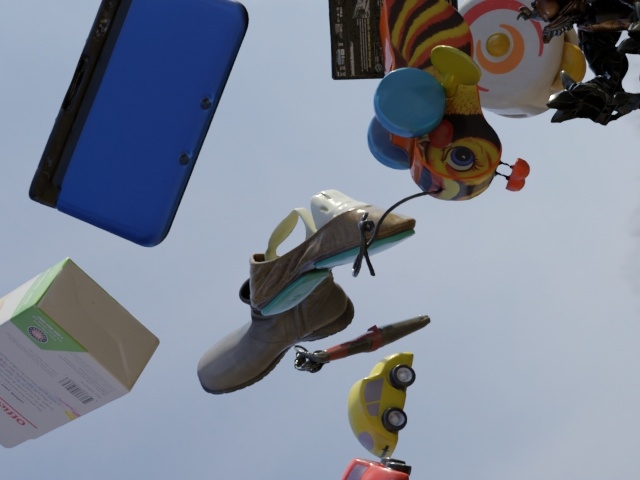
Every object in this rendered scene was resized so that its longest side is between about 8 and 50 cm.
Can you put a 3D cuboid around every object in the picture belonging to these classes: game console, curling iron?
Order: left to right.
[{"bbox_3d":[-0.209,-0.155,1.760,0.250,0.173,0.293,-152,84,-86],"label":"game console"},{"bbox_3d":[0.064,0.139,2.143,0.274,0.068,0.035,-16,-72,-42],"label":"curling iron"}]

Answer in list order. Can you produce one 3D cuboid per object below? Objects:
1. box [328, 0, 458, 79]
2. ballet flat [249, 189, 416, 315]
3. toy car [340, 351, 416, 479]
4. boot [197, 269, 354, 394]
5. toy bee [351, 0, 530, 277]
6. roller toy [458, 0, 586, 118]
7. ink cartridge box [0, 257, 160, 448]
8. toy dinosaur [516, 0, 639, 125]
[{"bbox_3d":[0.082,-0.278,1.695,0.077,0.147,0.180,-78,-15,-68],"label":"box"},{"bbox_3d":[0.000,0.000,2.240,0.116,0.342,0.124,-10,-106,-42],"label":"ballet flat"},{"bbox_3d":[0.029,0.233,1.310,0.239,0.053,0.225,-79,4,-63],"label":"toy car"},{"bbox_3d":[-0.112,0.142,2.776,0.118,0.338,0.223,58,-179,32],"label":"boot"},{"bbox_3d":[0.125,-0.102,1.490,0.195,0.162,0.298,136,141,-88],"label":"toy bee"},{"bbox_3d":[0.288,-0.283,2.277,0.209,0.191,0.146,62,-161,15],"label":"roller toy"},{"bbox_3d":[-0.447,0.186,2.366,0.207,0.353,0.119,45,-136,-19],"label":"ink cartridge box"},{"bbox_3d":[0.311,-0.249,1.540,0.164,0.322,0.218,103,169,-55],"label":"toy dinosaur"}]
